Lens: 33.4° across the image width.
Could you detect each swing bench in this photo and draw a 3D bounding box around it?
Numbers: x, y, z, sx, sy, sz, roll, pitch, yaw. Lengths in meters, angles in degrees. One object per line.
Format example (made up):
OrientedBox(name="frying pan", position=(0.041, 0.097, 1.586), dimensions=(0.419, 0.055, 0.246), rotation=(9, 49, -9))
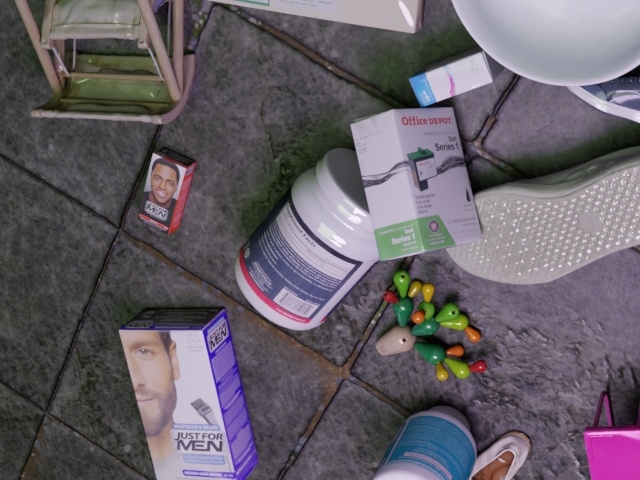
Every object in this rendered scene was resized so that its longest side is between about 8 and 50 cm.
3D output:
OrientedBox(name="swing bench", position=(-0.356, -0.335, 1.780), dimensions=(0.253, 0.165, 0.255), rotation=(6, 119, 19))

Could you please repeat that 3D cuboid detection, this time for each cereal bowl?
OrientedBox(name="cereal bowl", position=(0.346, -0.392, 1.459), dimensions=(0.338, 0.141, 0.339), rotation=(17, 128, 23))

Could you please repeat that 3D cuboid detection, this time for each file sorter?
OrientedBox(name="file sorter", position=(0.584, 0.341, 1.669), dimensions=(0.290, 0.182, 0.202), rotation=(-6, 108, 23))

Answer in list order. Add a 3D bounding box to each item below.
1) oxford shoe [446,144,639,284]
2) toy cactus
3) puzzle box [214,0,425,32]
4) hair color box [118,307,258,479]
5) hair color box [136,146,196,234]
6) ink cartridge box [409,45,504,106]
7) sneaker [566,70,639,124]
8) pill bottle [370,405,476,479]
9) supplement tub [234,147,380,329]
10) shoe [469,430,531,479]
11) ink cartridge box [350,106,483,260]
OrientedBox(name="oxford shoe", position=(0.381, -0.042, 1.629), dimensions=(0.449, 0.130, 0.169), rotation=(-18, 103, 43))
OrientedBox(name="toy cactus", position=(0.167, 0.161, 1.820), dimensions=(0.180, 0.112, 0.219), rotation=(-31, 106, 39))
OrientedBox(name="puzzle box", position=(-0.027, -0.486, 1.640), dimensions=(0.408, 0.052, 0.272), rotation=(13, 116, 17))
OrientedBox(name="hair color box", position=(-0.248, 0.301, 2.037), dimensions=(0.185, 0.110, 0.339), rotation=(-2, 109, 24))
OrientedBox(name="hair color box", position=(-0.278, -0.089, 1.917), dimensions=(0.072, 0.043, 0.141), rotation=(25, 118, 12))
OrientedBox(name="ink cartridge box", position=(0.209, -0.254, 1.622), dimensions=(0.122, 0.088, 0.052), rotation=(-18, 104, 27))
OrientedBox(name="sneaker", position=(0.476, -0.246, 1.517), dimensions=(0.226, 0.086, 0.163), rotation=(23, 120, 11))
OrientedBox(name="pill bottle", position=(0.180, 0.385, 1.805), dimensions=(0.146, 0.264, 0.146), rotation=(9, 116, 19))
OrientedBox(name="supplement tub", position=(0.000, 0.000, 1.756), dimensions=(0.191, 0.191, 0.272), rotation=(42, 120, 1))
OrientedBox(name="shoe", position=(0.289, 0.421, 1.895), dimensions=(0.076, 0.058, 0.219), rotation=(38, 120, 4))
OrientedBox(name="ink cartridge box", position=(0.148, -0.091, 1.634), dimensions=(0.092, 0.160, 0.220), rotation=(-15, 87, 43))
